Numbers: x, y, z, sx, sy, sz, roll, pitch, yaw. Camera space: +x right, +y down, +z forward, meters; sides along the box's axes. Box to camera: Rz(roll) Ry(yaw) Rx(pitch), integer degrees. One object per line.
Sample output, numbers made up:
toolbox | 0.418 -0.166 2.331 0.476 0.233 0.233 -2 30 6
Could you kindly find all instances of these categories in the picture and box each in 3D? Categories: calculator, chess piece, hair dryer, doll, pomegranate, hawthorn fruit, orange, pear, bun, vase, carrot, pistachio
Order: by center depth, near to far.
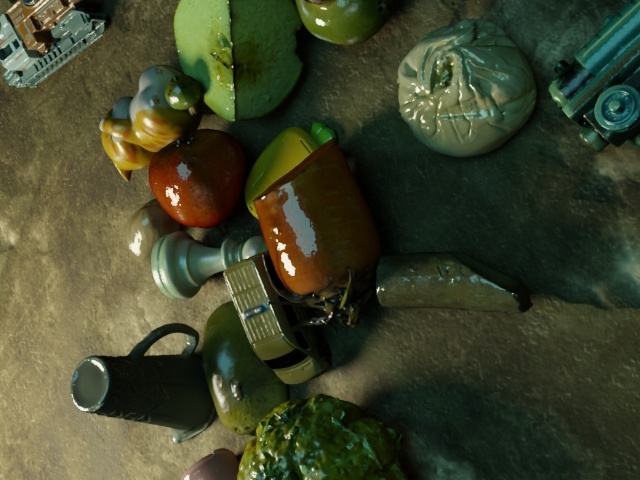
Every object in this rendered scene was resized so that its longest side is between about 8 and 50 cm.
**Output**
bun | 0.227 -0.252 1.260 0.229 0.145 0.229 -4 83 30
orange | -0.002 0.415 1.303 0.301 0.223 0.300 32 93 25
carrot | 0.000 0.000 1.349 0.193 0.214 0.331 -25 87 44
pomegranate | 0.022 -0.437 1.373 0.179 0.211 0.179 4 95 59
calculator | -0.060 -0.136 1.505 0.235 0.032 0.146 -47 64 20
pomegranate | -0.260 -0.286 1.512 0.073 0.085 0.073 -26 54 42
pear | -0.169 -0.393 1.514 0.292 0.159 0.292 29 130 41
vase | -0.336 0.277 1.515 0.156 0.301 0.251 16 86 33
hair dryer | -0.230 0.596 1.527 0.210 0.125 0.352 51 120 26
chess piece | -0.189 0.034 1.539 0.272 0.139 0.139 -10 81 21
hawthorn fruit | -0.235 -0.105 1.553 0.197 0.196 0.225 -2 116 34
doll | -0.358 -0.252 1.629 0.270 0.162 0.166 -21 48 35
pistachio | -0.361 -0.019 1.662 0.113 0.113 0.149 32 119 31

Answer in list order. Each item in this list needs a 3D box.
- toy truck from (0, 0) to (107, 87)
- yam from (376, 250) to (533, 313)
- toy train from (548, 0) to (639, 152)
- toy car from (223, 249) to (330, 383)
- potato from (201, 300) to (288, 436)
toy truck | -0.673 -0.505 1.884 0.338 0.133 0.184 -28 88 27
yam | 0.212 0.068 1.269 0.259 0.106 0.106 -2 85 33
toy train | 0.471 -0.273 1.118 0.298 0.120 0.194 -45 57 23
toy car | -0.082 0.146 1.420 0.101 0.124 0.256 -24 87 27
potato | -0.165 0.248 1.504 0.160 0.111 0.271 -19 76 33
